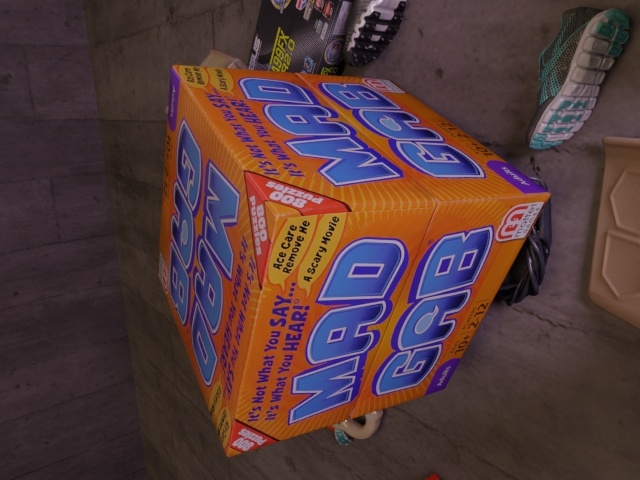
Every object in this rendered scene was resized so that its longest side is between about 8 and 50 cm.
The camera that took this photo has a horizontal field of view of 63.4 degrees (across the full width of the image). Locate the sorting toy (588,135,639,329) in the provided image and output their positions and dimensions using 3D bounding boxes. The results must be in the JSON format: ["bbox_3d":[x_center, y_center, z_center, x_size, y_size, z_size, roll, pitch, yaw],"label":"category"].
[{"bbox_3d":[0.348,0.004,0.518,0.193,0.038,0.208,-120,24,-74],"label":"sorting toy"}]

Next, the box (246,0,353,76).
[{"bbox_3d":[-0.042,-0.365,0.962,0.216,0.060,0.270,52,138,29],"label":"box"}]

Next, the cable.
[{"bbox_3d":[0.240,-0.001,0.706,0.150,0.047,0.184,8,107,53],"label":"cable"}]

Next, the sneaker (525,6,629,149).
[{"bbox_3d":[0.280,-0.186,0.598,0.076,0.065,0.166,-118,39,-47],"label":"sneaker"}]

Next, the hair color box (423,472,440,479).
[{"bbox_3d":[0.217,0.503,0.890,0.167,0.053,0.093,52,136,33],"label":"hair color box"}]

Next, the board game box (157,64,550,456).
[{"bbox_3d":[0.000,0.000,0.728,0.356,0.356,0.356,53,138,43],"label":"board game box"}]

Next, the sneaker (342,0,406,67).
[{"bbox_3d":[0.082,-0.383,0.781,0.106,0.078,0.234,52,134,34],"label":"sneaker"}]

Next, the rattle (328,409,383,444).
[{"bbox_3d":[0.027,0.371,1.039,0.130,0.143,0.200,45,130,7],"label":"rattle"}]

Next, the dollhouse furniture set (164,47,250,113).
[{"bbox_3d":[-0.169,-0.247,1.080,0.161,0.242,0.212,-52,48,-1],"label":"dollhouse furniture set"}]
